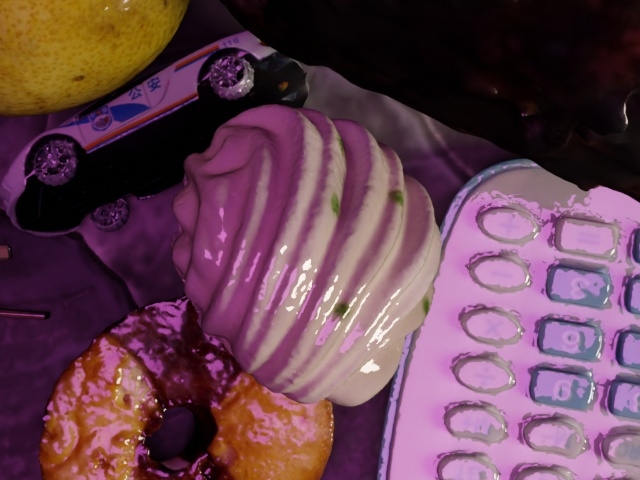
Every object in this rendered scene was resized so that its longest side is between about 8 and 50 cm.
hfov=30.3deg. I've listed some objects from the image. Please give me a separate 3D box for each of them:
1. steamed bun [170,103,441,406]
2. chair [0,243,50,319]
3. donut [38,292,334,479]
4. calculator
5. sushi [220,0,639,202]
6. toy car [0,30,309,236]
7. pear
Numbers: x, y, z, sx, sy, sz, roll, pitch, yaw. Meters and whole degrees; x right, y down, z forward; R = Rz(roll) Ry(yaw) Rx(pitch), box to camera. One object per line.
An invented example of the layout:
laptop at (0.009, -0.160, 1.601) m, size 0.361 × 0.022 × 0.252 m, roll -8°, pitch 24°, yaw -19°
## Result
steamed bun at (0.000, 0.000, 0.680) m, size 0.106 × 0.183 × 0.183 m, roll -31°, pitch 92°, yaw 33°
chair at (-0.290, 0.040, 0.734) m, size 0.221 × 0.104 × 0.095 m, roll 1°, pitch 120°, yaw 7°
donut at (-0.082, 0.117, 0.749) m, size 0.166 × 0.073 × 0.184 m, roll 38°, pitch 95°, yaw -1°
calculator at (0.168, 0.129, 0.750) m, size 0.256 × 0.054 × 0.386 m, roll 10°, pitch 92°, yaw 2°
sushi at (0.112, -0.191, 0.607) m, size 0.294 × 0.299 × 0.281 m, roll 29°, pitch 84°, yaw -2°
toy car at (-0.104, -0.065, 0.731) m, size 0.205 × 0.095 × 0.056 m, roll -25°, pitch 68°, yaw 5°
pear at (-0.169, -0.165, 0.685) m, size 0.197 × 0.197 × 0.197 m, roll 0°, pitch 93°, yaw 2°
